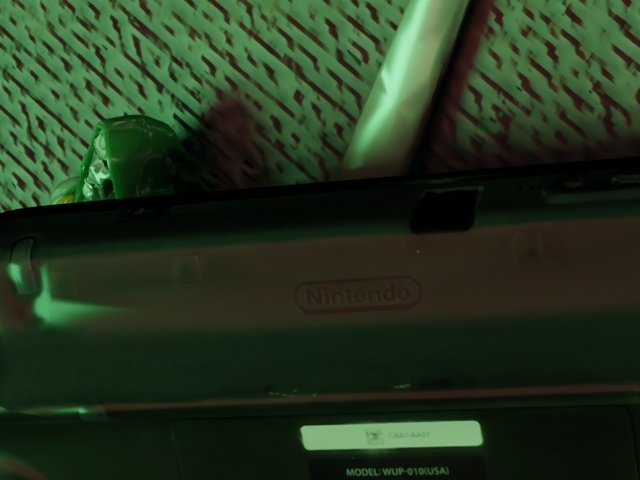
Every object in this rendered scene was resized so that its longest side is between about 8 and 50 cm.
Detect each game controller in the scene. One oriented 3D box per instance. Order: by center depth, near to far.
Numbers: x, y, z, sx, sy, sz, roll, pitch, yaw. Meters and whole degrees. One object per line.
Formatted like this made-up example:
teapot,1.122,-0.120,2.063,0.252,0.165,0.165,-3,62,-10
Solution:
game controller,0.027,0.063,0.511,0.319,0.067,0.166,-4,117,21

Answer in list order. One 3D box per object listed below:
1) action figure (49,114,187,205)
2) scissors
action figure,-0.097,0.056,0.624,0.137,0.063,0.232,45,123,40
scissors,0.000,0.000,0.566,0.109,0.021,0.297,20,118,31
